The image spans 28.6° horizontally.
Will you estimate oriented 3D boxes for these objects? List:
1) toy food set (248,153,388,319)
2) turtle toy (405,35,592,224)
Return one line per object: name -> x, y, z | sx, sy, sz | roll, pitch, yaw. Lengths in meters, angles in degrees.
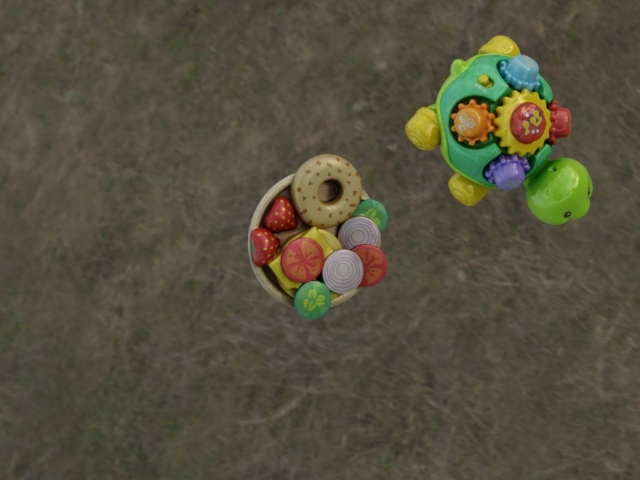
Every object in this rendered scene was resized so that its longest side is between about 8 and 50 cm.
toy food set -> 0.000, 0.000, 0.707 | 0.083, 0.082, 0.020 | -41, 19, -13
turtle toy -> 0.123, -0.064, 0.794 | 0.095, 0.130, 0.066 | -46, 23, -14
